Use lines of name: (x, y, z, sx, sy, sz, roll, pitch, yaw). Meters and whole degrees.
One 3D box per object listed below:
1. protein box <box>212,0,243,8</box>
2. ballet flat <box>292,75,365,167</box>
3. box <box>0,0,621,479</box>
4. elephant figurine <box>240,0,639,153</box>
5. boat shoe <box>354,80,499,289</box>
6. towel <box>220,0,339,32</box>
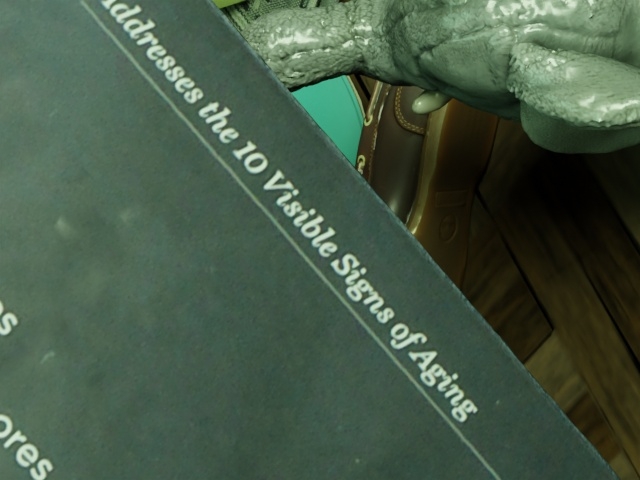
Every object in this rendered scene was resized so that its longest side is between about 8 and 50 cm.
protein box: (-0.174, -0.235, 1.051, 0.136, 0.199, 0.201, 90, 157, -54)
ballet flat: (0.000, 0.000, 1.055, 0.086, 0.086, 0.248, -24, 75, 52)
box: (-0.140, 0.194, 0.751, 0.480, 0.472, 0.297, 49, 153, -8)
elephant figurine: (0.115, -0.098, 0.744, 0.169, 0.239, 0.186, 56, 134, 35)
boat shoe: (0.047, -0.013, 0.981, 0.073, 0.073, 0.207, 20, 97, 39)
towel: (-0.058, -0.261, 1.139, 0.324, 0.056, 0.312, 55, 131, 38)
